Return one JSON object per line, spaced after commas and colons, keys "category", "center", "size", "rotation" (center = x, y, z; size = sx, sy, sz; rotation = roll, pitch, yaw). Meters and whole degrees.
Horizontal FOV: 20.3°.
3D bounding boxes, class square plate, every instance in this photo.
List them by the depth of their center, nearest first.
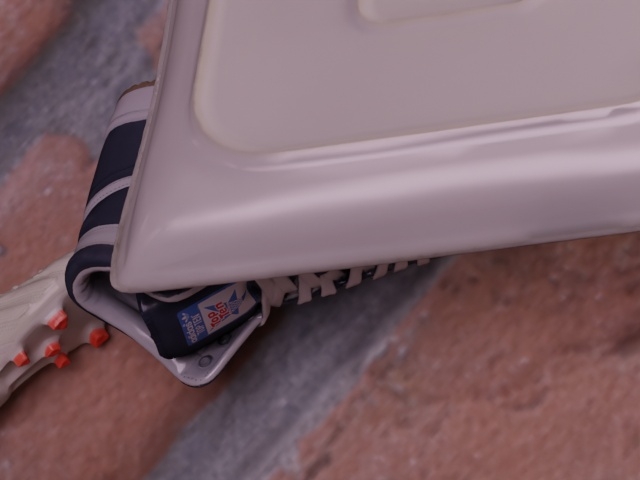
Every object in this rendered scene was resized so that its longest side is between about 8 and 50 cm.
{"category": "square plate", "center": [0.070, -0.131, 0.930], "size": [0.347, 0.049, 0.344], "rotation": [-7, 47, 13]}

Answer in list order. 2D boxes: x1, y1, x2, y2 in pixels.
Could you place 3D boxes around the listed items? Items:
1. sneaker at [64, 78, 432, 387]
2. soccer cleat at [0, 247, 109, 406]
{"category": "sneaker", "center": [0.000, 0.000, 0.936], "size": [0.282, 0.099, 0.153], "rotation": [5, 52, 20]}
{"category": "soccer cleat", "center": [-0.187, 0.056, 1.020], "size": [0.196, 0.068, 0.076], "rotation": [-44, 65, 4]}
